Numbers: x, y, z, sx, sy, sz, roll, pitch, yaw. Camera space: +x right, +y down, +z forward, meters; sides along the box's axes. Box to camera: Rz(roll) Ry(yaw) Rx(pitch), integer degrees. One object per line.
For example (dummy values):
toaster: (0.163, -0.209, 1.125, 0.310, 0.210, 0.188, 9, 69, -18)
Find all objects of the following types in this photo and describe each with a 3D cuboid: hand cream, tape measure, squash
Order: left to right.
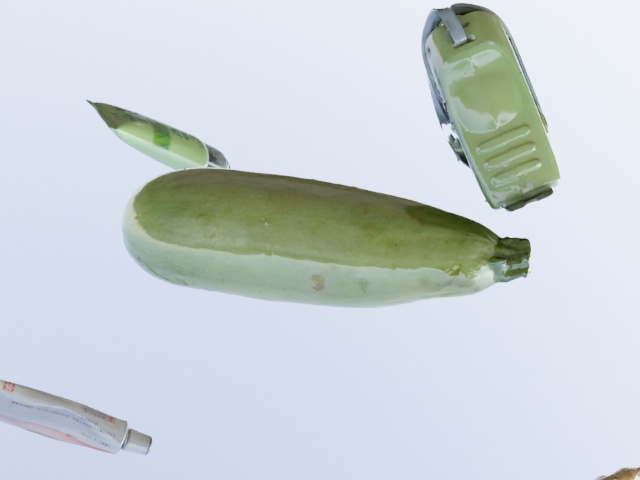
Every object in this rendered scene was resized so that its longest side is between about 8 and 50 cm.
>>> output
hand cream: (-0.284, 0.190, 1.250, 0.216, 0.052, 0.038, 22, -176, -17)
hand cream: (-0.184, -0.115, 1.365, 0.175, 0.046, 0.095, 26, -168, -36)
squash: (0.001, 0.002, 1.039, 0.371, 0.118, 0.118, 6, -152, 13)
tape measure: (0.142, -0.127, 1.026, 0.088, 0.177, 0.154, -20, -167, 11)

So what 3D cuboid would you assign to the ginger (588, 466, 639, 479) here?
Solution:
ginger: (0.308, 0.330, 1.398, 0.193, 0.176, 0.052, -40, -117, -11)
